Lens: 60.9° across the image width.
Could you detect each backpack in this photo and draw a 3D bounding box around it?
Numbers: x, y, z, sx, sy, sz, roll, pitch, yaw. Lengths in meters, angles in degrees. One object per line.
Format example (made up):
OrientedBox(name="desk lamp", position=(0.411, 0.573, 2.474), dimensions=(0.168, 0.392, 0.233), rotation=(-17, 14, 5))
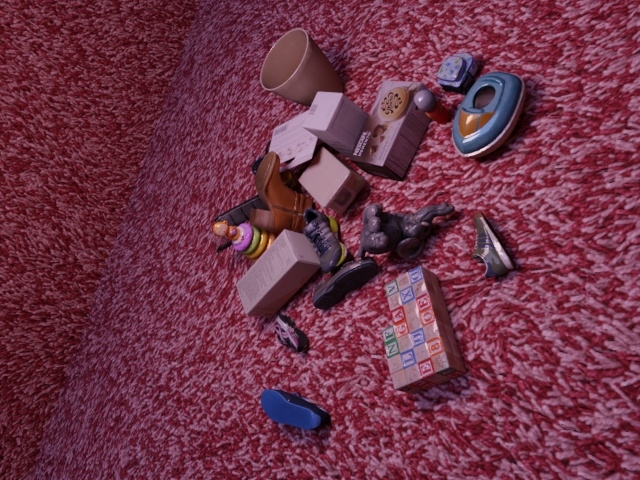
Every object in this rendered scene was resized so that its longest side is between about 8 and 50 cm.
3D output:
OrientedBox(name="backpack", position=(0.429, -0.528, 1.698), dimensions=(0.105, 0.084, 0.114), rotation=(31, 91, 47))

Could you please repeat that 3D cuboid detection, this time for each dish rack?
OrientedBox(name="dish rack", position=(-0.324, -0.053, 2.106), dimensions=(0.074, 0.208, 0.271), rotation=(54, 151, 9))

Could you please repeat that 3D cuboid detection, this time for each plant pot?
OrientedBox(name="plant pot", position=(-0.046, -0.625, 2.096), dimensions=(0.256, 0.274, 0.256), rotation=(-22, 56, 37))

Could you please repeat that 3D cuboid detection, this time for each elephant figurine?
OrientedBox(name="elephant figurine", position=(0.247, -0.026, 1.594), dimensions=(0.186, 0.239, 0.169), rotation=(-176, 87, -78))

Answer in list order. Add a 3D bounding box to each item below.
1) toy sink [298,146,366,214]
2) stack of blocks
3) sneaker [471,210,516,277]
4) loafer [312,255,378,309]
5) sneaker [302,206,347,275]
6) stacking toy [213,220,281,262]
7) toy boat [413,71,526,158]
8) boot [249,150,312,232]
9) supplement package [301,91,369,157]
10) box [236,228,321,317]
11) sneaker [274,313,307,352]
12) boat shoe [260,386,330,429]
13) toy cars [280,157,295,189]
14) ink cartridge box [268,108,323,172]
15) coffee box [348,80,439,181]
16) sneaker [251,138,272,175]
OrientedBox(name="toy sink", position=(0.053, -0.194, 1.881), dimensions=(0.153, 0.131, 0.234), rotation=(-54, 37, 11))
OrientedBox(name="stack of blocks", position=(0.260, 0.241, 1.472), dimensions=(0.171, 0.087, 0.297), rotation=(-33, 49, 31))
OrientedBox(name="sneaker", position=(0.429, 0.015, 1.430), dimensions=(0.086, 0.064, 0.192), rotation=(-36, 51, 22))
OrientedBox(name="loafer", position=(0.067, 0.118, 1.737), dimensions=(0.267, 0.096, 0.084), rotation=(-40, 40, 28))
OrientedBox(name="sneaker", position=(0.000, 0.000, 1.804), dimensions=(0.111, 0.121, 0.300), rotation=(-46, 32, 19))
OrientedBox(name="stacking toy", position=(-0.258, -0.006, 1.972), dimensions=(0.166, 0.302, 0.175), rotation=(35, 99, 49))
OrientedBox(name="toy boat", position=(0.418, -0.375, 1.581), dimensions=(0.318, 0.148, 0.267), rotation=(22, 87, 49))
OrientedBox(name="boot", position=(-0.121, -0.163, 1.937), dimensions=(0.109, 0.220, 0.283), rotation=(19, 101, 60))
OrientedBox(name="supplement package", position=(0.083, -0.384, 1.859), dimensions=(0.134, 0.244, 0.139), rotation=(22, 86, 48))
OrientedBox(name="box", position=(-0.149, 0.120, 1.899), dimensions=(0.311, 0.121, 0.148), rotation=(-45, 50, 29))
OrientedBox(name="sneaker", position=(-0.103, 0.327, 1.834), dimensions=(0.077, 0.072, 0.178), rotation=(-66, 31, 15))
OrientedBox(name="boat shoe", position=(-0.081, 0.529, 1.684), dimensions=(0.258, 0.089, 0.109), rotation=(15, 95, 44))
OrientedBox(name="toy cars", position=(-0.115, -0.282, 2.140), dimensions=(0.176, 0.087, 0.394), rotation=(11, 74, 52))
OrientedBox(name="ink cartridge box", position=(-0.085, -0.350, 2.019), dimensions=(0.296, 0.066, 0.261), rotation=(-16, 54, 44))
OrientedBox(name="coffee box", position=(0.237, -0.360, 1.782), dimensions=(0.168, 0.119, 0.297), rotation=(23, 87, 48))
OrientedBox(name="sneaker", position=(-0.211, -0.348, 2.285), dimensions=(0.221, 0.083, 0.087), rotation=(-45, 8, 33))
